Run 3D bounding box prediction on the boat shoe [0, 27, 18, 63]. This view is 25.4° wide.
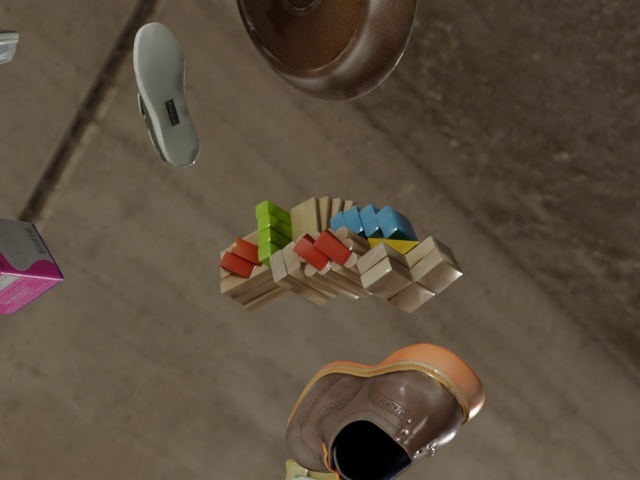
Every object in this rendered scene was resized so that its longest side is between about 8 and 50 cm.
[{"bbox_3d":[-0.542,-0.227,1.919,0.118,0.320,0.103,14,116,32],"label":"boat shoe"}]

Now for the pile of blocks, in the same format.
[{"bbox_3d":[0.000,0.000,1.694,0.362,0.149,0.112,-2,156,43],"label":"pile of blocks"}]

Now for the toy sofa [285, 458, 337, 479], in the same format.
[{"bbox_3d":[-0.056,0.506,2.267,0.150,0.362,0.177,-1,108,30],"label":"toy sofa"}]

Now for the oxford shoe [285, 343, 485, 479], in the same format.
[{"bbox_3d":[0.035,0.216,1.600,0.130,0.133,0.363,46,148,-4],"label":"oxford shoe"}]

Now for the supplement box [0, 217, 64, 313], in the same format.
[{"bbox_3d":[-0.507,0.037,2.187,0.111,0.114,0.220,59,-171,12],"label":"supplement box"}]

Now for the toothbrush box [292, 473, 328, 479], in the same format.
[{"bbox_3d":[0.028,0.406,1.535,0.122,0.206,0.283,7,152,18],"label":"toothbrush box"}]

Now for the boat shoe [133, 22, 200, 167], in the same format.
[{"bbox_3d":[-0.240,-0.214,2.105,0.070,0.077,0.219,17,122,55],"label":"boat shoe"}]

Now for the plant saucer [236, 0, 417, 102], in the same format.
[{"bbox_3d":[-0.011,-0.318,1.706,0.050,0.311,0.310,-16,-166,-41],"label":"plant saucer"}]
